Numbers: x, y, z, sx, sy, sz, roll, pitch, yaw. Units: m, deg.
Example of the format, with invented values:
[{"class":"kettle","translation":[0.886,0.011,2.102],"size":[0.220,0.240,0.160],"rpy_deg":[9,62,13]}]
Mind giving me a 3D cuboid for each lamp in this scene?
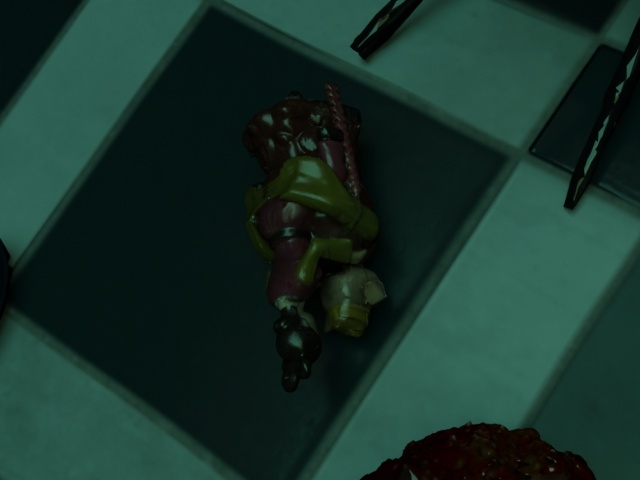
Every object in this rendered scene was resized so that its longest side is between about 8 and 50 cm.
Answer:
[{"class":"lamp","translation":[0.000,0.000,0.842],"size":[0.118,0.118,0.253],"rpy_deg":[-16,66,11]}]

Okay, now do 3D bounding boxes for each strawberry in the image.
[{"class":"strawberry","translation":[0.114,0.213,0.707],"size":[0.201,0.187,0.184],"rpy_deg":[-31,95,-34]}]

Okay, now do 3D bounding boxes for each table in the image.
[{"class":"table","translation":[0.159,-0.216,0.829],"size":[0.317,0.317,0.249],"rpy_deg":[41,101,25]}]

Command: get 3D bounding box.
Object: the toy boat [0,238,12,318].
[{"class":"toy boat","translation":[-0.366,0.082,0.932],"size":[0.100,0.097,0.223],"rpy_deg":[23,80,20]}]
